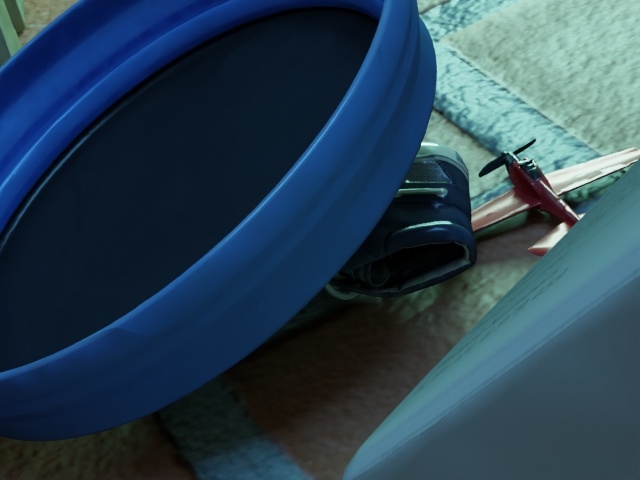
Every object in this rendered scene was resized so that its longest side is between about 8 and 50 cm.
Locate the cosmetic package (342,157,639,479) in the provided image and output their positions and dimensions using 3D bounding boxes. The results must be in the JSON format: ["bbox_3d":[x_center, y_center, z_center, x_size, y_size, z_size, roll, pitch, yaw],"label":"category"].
[{"bbox_3d":[0.289,0.026,0.587,0.394,0.329,0.327,-43,-2,-36],"label":"cosmetic package"}]

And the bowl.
[{"bbox_3d":[-0.103,-0.044,1.127,0.391,0.077,0.391,-27,34,20],"label":"bowl"}]

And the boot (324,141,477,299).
[{"bbox_3d":[0.000,0.000,1.127,0.190,0.069,0.086,-17,40,10],"label":"boot"}]

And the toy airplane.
[{"bbox_3d":[0.138,-0.022,1.135,0.151,0.028,0.151,-13,34,9],"label":"toy airplane"}]

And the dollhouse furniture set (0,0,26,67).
[{"bbox_3d":[-0.426,-0.163,1.381,0.362,0.256,0.394,-16,33,-1],"label":"dollhouse furniture set"}]
